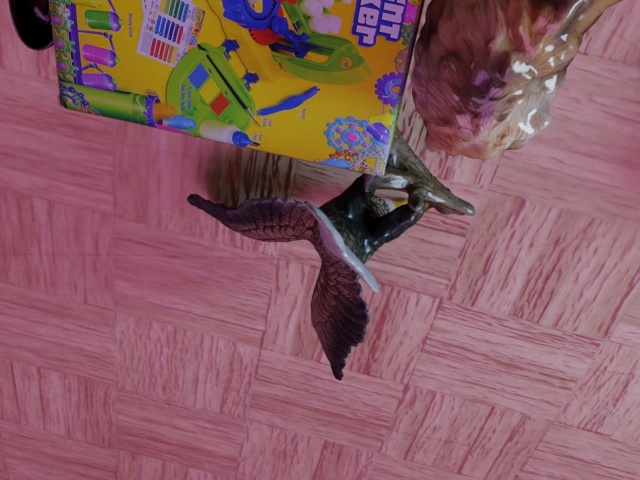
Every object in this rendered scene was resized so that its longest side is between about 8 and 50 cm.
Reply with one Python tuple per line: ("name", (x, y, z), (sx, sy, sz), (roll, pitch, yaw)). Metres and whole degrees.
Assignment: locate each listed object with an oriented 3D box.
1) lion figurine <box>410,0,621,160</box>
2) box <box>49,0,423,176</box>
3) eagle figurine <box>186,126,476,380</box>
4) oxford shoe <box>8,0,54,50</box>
("lion figurine", (0.224, -0.212, 0.710), (0.142, 0.240, 0.392), (38, 135, -26))
("box", (-0.051, -0.231, 0.823), (0.279, 0.177, 0.290), (13, 141, 2))
("eagle figurine", (0.008, 0.000, 1.081), (0.225, 0.226, 0.298), (17, 141, -36))
("oxford shoe", (-0.230, -0.254, 0.918), (0.083, 0.096, 0.227), (15, 140, 2))
